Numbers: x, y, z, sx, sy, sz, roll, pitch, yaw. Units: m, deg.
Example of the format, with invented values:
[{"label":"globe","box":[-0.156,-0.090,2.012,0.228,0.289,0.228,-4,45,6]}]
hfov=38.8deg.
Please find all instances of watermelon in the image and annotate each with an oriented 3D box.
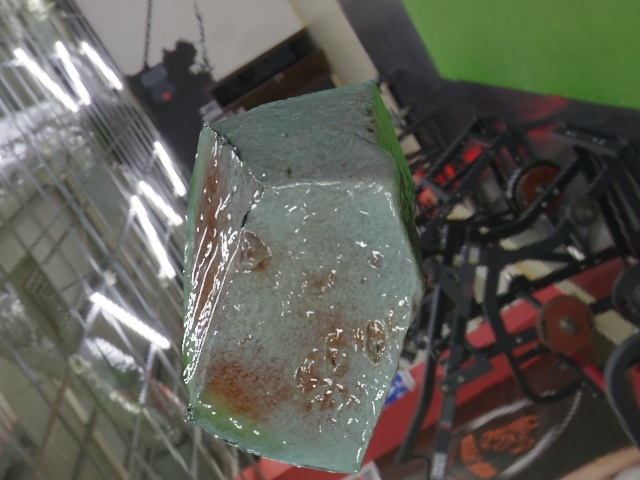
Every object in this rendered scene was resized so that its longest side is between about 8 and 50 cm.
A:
[{"label":"watermelon","box":[0.000,0.000,0.812,0.258,0.229,0.387,141,140,-66]}]
